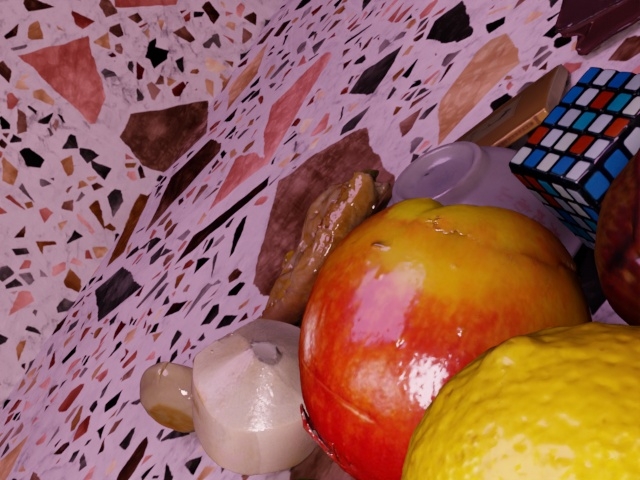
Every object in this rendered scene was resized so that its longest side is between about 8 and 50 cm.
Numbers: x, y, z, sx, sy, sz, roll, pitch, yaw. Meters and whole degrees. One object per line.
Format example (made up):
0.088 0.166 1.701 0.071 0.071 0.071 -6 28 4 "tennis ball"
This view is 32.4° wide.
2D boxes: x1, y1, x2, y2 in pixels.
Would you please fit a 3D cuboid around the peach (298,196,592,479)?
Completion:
0.141 0.134 1.294 0.370 0.370 0.370 -39 24 21 "peach"

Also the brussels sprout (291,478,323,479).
-0.013 0.398 1.296 0.244 0.244 0.244 -39 24 21 "brussels sprout"

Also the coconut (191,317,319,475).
-0.088 0.229 1.668 0.241 0.241 0.241 -39 24 21 "coconut"

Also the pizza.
-0.004 0.015 1.943 0.392 0.080 0.435 -47 15 56 "pizza"

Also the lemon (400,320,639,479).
0.228 0.252 0.913 0.349 0.350 0.387 -30 31 39 "lemon"

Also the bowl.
0.200 -0.039 1.587 0.345 0.157 0.345 -26 29 15 "bowl"

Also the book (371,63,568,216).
0.243 -0.147 1.854 0.389 0.032 0.269 -35 9 29 "book"

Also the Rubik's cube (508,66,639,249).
0.384 -0.091 1.388 0.184 0.187 0.182 -50 22 -1 "Rubik's cube"

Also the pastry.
-0.257 0.284 2.006 0.156 0.156 0.092 -27 34 42 "pastry"

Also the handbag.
0.508 -0.426 1.862 0.216 0.074 0.203 -29 29 36 "handbag"

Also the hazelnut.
0.409 0.002 1.195 0.229 0.229 0.229 -39 24 21 "hazelnut"
